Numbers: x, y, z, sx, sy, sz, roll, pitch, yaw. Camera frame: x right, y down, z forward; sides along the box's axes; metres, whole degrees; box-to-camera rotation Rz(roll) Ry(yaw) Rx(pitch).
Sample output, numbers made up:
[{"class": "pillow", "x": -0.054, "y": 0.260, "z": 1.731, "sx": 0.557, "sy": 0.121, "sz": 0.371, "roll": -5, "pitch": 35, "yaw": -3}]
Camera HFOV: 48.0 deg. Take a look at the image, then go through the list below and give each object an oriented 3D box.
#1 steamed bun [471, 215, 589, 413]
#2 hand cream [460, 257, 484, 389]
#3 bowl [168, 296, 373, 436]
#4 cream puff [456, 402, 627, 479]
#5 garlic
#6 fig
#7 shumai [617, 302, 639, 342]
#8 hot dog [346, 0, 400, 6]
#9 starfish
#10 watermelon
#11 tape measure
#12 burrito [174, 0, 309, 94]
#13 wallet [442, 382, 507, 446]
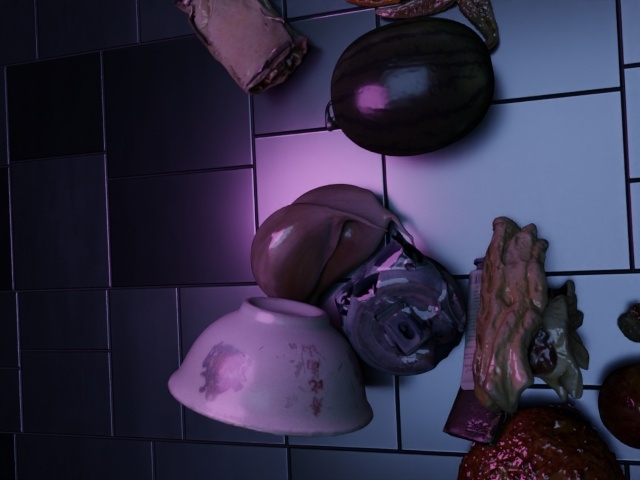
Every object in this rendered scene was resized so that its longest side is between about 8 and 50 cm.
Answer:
[{"class": "steamed bun", "x": 0.418, "y": 0.167, "z": 1.394, "sx": 0.189, "sy": 0.428, "sz": 0.247, "roll": -2, "pitch": 134, "yaw": 23}, {"class": "hand cream", "x": 0.336, "y": 0.172, "z": 1.498, "sx": 0.095, "sy": 0.059, "sz": 0.276, "roll": -15, "pitch": 62, "yaw": 50}, {"class": "bowl", "x": -0.086, "y": 0.230, "z": 1.486, "sx": 0.434, "sy": 0.435, "sz": 0.196, "roll": 11, "pitch": 95, "yaw": 19}, {"class": "cream puff", "x": 0.434, "y": 0.503, "z": 1.417, "sx": 0.350, "sy": 0.228, "sz": 0.351, "roll": 0, "pitch": 91, "yaw": 22}, {"class": "garlic", "x": 0.000, "y": 0.000, "z": 1.568, "sx": 0.340, "sy": 0.231, "sz": 0.246, "roll": -29, "pitch": 78, "yaw": 23}, {"class": "fig", "x": 0.620, "y": 0.323, "z": 1.361, "sx": 0.175, "sy": 0.207, "sz": 0.175, "roll": 2, "pitch": 100, "yaw": 14}, {"class": "shumai", "x": 0.637, "y": 0.167, "z": 1.421, "sx": 0.083, "sy": 0.080, "sz": 0.082, "roll": 19, "pitch": 98, "yaw": 16}, {"class": "hot dog", "x": 0.118, "y": -0.553, "z": 1.633, "sx": 0.137, "sy": 0.028, "sz": 0.044, "roll": 12, "pitch": 101, "yaw": 18}, {"class": "starfish", "x": 0.292, "y": -0.560, "z": 1.529, "sx": 0.375, "sy": 0.094, "sz": 0.327, "roll": -34, "pitch": 96, "yaw": 32}, {"class": "watermelon", "x": 0.174, "y": -0.310, "z": 1.478, "sx": 0.359, "sy": 0.279, "sz": 0.279, "roll": -7, "pitch": 88, "yaw": 18}, {"class": "tape measure", "x": 0.169, "y": 0.151, "z": 1.509, "sx": 0.275, "sy": 0.147, "sz": 0.256, "roll": 42, "pitch": 109, "yaw": -10}, {"class": "burrito", "x": -0.186, "y": -0.508, "z": 1.682, "sx": 0.190, "sy": 0.135, "sz": 0.332, "roll": -42, "pitch": 76, "yaw": 11}, {"class": "wallet", "x": 0.341, "y": 0.303, "z": 1.476, "sx": 0.121, "sy": 0.031, "sz": 0.232, "roll": 5, "pitch": 56, "yaw": 42}]
